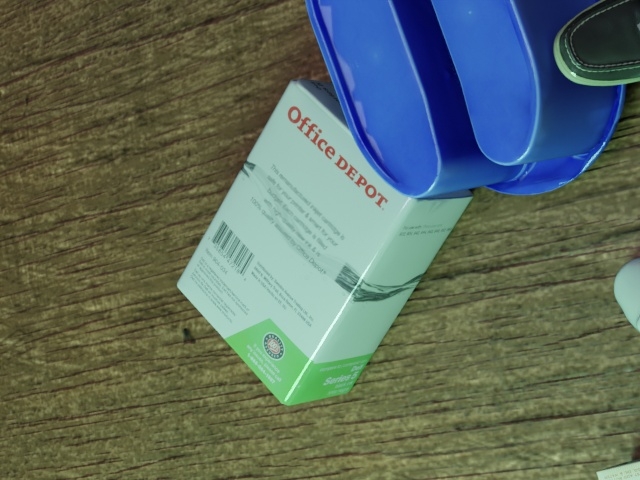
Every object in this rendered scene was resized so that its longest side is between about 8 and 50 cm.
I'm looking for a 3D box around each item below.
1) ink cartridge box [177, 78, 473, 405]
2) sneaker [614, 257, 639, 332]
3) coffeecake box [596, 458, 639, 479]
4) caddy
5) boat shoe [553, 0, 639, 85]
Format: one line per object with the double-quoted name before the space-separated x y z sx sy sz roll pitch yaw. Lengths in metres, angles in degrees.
"ink cartridge box" 0.000 0.000 1.483 0.198 0.114 0.273 46 118 28
"sneaker" 0.315 0.087 1.227 0.085 0.086 0.237 -66 34 24
"coffeecake box" 0.339 0.271 1.249 0.142 0.068 0.185 -22 78 36
"caddy" 0.139 -0.200 1.325 0.241 0.179 0.341 -18 92 43
"boat shoe" 0.302 -0.189 1.187 0.223 0.073 0.080 -15 80 -6
